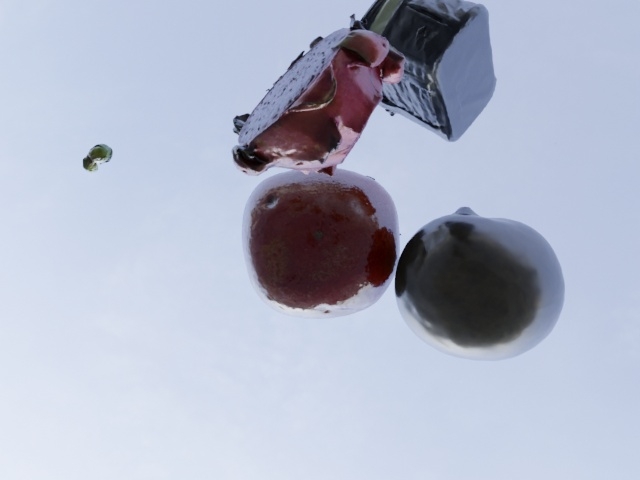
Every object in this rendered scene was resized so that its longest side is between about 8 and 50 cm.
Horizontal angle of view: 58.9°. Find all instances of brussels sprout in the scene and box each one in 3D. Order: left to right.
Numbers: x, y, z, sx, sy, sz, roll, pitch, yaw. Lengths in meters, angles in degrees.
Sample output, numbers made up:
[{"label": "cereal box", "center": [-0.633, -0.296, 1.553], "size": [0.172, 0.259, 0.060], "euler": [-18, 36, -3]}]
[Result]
[{"label": "brussels sprout", "center": [-0.515, -0.186, 1.303], "size": [0.083, 0.051, 0.046], "euler": [-40, -109, 19]}]

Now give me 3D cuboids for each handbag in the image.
[{"label": "handbag", "center": [0.177, -0.300, 0.934], "size": [0.181, 0.254, 0.181], "euler": [36, -93, 29]}]

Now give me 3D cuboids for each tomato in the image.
[{"label": "tomato", "center": [-0.001, -0.007, 1.078], "size": [0.339, 0.143, 0.337], "euler": [-1, -101, 3]}]

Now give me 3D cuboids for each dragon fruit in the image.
[{"label": "dragon fruit", "center": [0.001, -0.082, 0.372], "size": [0.126, 0.112, 0.068], "euler": [-40, -65, 21]}]

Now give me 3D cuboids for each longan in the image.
[{"label": "longan", "center": [0.279, 0.080, 1.027], "size": [0.298, 0.297, 0.296], "euler": [4, -80, 22]}]
